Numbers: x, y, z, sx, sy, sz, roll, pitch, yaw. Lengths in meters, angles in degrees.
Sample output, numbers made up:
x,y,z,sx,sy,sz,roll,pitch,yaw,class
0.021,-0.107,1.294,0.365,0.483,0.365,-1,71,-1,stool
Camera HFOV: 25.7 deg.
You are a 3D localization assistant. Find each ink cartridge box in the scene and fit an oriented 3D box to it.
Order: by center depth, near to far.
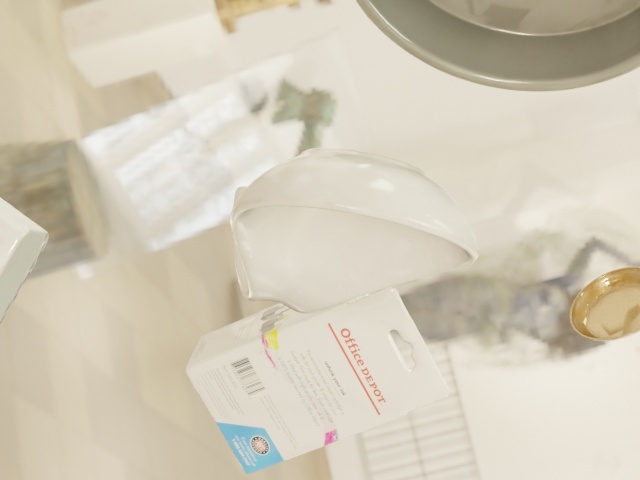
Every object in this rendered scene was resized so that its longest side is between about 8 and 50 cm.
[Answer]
x,y,z,sx,sy,sz,roll,pitch,yaw,class
0.002,0.097,1.085,0.104,0.181,0.061,62,19,-16,ink cartridge box

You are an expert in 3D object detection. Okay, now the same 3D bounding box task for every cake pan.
x,y,z,sx,sy,sz,roll,pitch,yaw,class
0.155,-0.238,1.060,0.293,0.293,0.054,67,29,-43,cake pan

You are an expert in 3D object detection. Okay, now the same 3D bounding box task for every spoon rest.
x,y,z,sx,sy,sz,roll,pitch,yaw,class
0.000,0.000,0.838,0.276,0.137,0.084,171,-69,-74,spoon rest

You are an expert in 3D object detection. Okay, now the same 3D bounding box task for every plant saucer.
x,y,z,sx,sy,sz,roll,pitch,yaw,class
0.250,0.057,1.170,0.015,0.083,0.083,56,17,-31,plant saucer

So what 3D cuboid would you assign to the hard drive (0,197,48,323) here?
x,y,z,sx,sy,sz,roll,pitch,yaw,class
-0.380,0.000,1.117,0.307,0.203,0.040,34,7,22,hard drive
